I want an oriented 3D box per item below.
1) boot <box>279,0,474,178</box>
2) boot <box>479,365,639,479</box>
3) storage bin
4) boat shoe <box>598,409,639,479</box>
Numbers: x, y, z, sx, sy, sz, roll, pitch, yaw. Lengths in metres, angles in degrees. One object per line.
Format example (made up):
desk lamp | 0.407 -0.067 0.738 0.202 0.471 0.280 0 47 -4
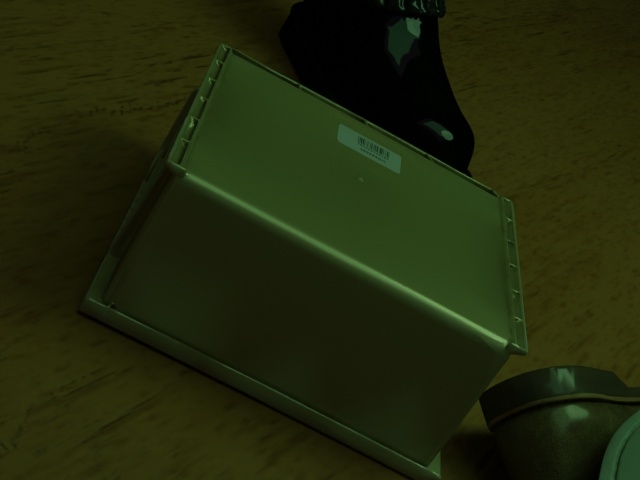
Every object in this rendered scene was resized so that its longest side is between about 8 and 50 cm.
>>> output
boot | 0.091 -0.231 1.262 0.131 0.260 0.348 10 34 -37
boot | 0.243 0.165 0.971 0.305 0.112 0.115 6 60 -40
storage bin | 0.000 0.000 0.933 0.262 0.123 0.260 28 26 -9
boat shoe | 0.214 0.197 0.817 0.114 0.091 0.302 19 32 29
